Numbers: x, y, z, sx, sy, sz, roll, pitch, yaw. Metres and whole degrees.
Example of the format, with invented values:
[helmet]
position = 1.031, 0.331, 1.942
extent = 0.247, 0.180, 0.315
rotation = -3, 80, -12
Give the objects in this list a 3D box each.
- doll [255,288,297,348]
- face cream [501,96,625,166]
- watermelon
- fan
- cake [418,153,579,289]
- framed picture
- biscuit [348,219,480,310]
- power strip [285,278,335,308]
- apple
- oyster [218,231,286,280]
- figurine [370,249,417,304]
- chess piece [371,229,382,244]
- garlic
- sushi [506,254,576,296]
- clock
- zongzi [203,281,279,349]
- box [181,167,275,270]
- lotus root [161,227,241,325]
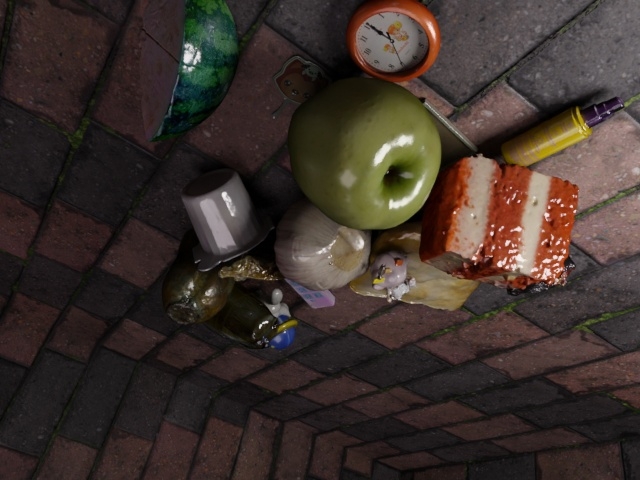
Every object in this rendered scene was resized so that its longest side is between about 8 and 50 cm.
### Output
[doll]
position = -0.172, 0.301, 2.178
extent = 0.159, 0.243, 0.311
rotation = -10, 153, -27
[face cream]
position = 0.556, -0.252, 1.254
extent = 0.078, 0.078, 0.273
rotation = 35, 139, -26
[watermelon]
position = -0.283, -0.415, 1.271
extent = 0.222, 0.320, 0.292
rotation = -2, 169, -44
[fan]
position = -0.067, -0.370, 1.364
extent = 0.132, 0.009, 0.220
rotation = 31, 141, -21
[cake]
position = 0.427, -0.034, 1.373
extent = 0.319, 0.270, 0.269
rotation = 15, 169, -3
[framed picture]
position = 0.234, -0.233, 1.438
extent = 0.211, 0.020, 0.289
rotation = 35, 139, -26
[biscuit]
position = 0.331, 0.071, 1.723
extent = 0.428, 0.104, 0.446
rotation = 10, 144, -8
[power strip]
position = -0.048, 0.172, 2.059
extent = 0.109, 0.038, 0.279
rotation = -11, 137, 30
[apple]
position = 0.097, -0.203, 1.252
extent = 0.356, 0.358, 0.357
rotation = 9, 144, 7
[oyster]
position = -0.153, 0.056, 1.695
extent = 0.204, 0.396, 0.111
rotation = 4, 106, 13
[figurine]
position = 0.211, 0.103, 1.606
extent = 0.137, 0.112, 0.229
rotation = -35, 140, 1
[chess piece]
position = 0.181, 0.002, 1.738
extent = 0.067, 0.067, 0.103
rotation = -9, 147, 28
[garlic]
position = 0.000, 0.000, 1.584
extent = 0.317, 0.318, 0.259
rotation = 37, 166, -28
[sushi]
position = 0.655, 0.071, 1.599
extent = 0.172, 0.153, 0.150
rotation = 11, 141, -12
[clock]
position = 0.155, -0.431, 1.170
extent = 0.205, 0.051, 0.205
rotation = 10, 145, 7
[zongzi]
position = -0.317, 0.335, 2.160
extent = 0.403, 0.208, 0.432
rotation = 29, 153, 24
[box]
position = -0.314, -0.076, 1.622
extent = 0.262, 0.291, 0.207
rotation = 2, 126, 35
[lotus root]
position = -0.417, 0.129, 1.879
extent = 0.250, 0.346, 0.251
rotation = 8, 137, 7
